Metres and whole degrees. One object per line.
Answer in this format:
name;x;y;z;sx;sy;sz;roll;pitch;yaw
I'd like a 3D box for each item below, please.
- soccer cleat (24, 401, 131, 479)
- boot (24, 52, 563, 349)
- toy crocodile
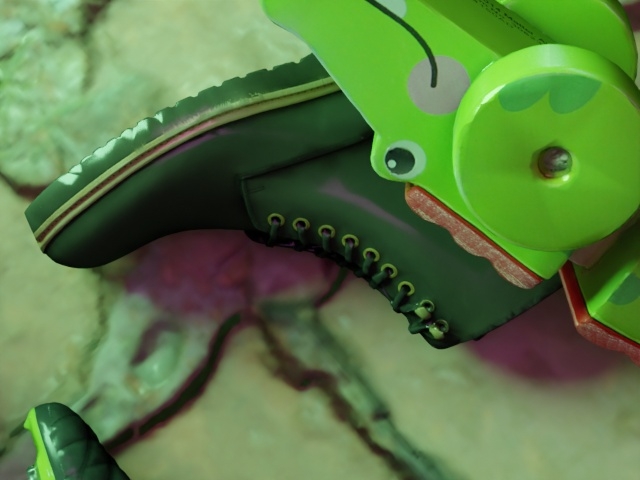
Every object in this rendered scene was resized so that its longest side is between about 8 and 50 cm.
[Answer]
soccer cleat;-0.052;0.134;0.640;0.072;0.060;0.179;-30;89;-12
boot;0.000;0.000;0.648;0.198;0.077;0.137;-26;88;-1
toy crocodile;0.119;-0.003;0.600;0.340;0.115;0.105;32;115;-15
